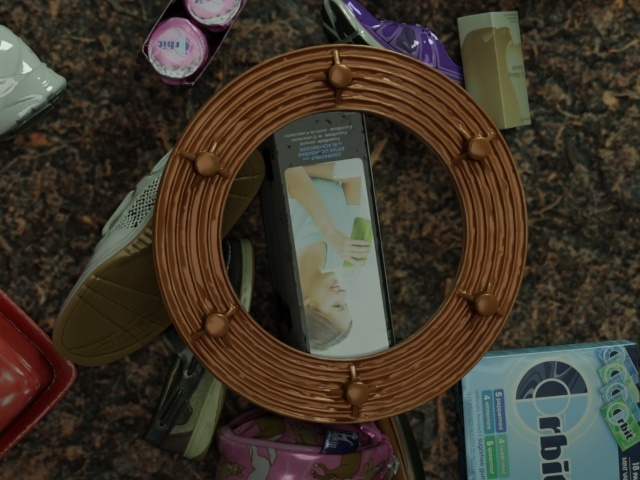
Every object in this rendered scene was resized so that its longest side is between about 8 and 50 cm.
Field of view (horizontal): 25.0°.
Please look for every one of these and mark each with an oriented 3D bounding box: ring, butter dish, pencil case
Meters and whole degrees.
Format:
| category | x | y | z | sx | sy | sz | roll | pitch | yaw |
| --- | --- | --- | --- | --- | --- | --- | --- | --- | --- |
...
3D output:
| category | x | y | z | sx | sy | sz | roll | pitch | yaw |
| --- | --- | --- | --- | --- | --- | --- | --- | --- | --- |
| ring | 0.022 | -0.004 | 1.261 | 0.337 | 0.032 | 0.336 | 0 | 92 | -10 |
| butter dish | -0.332 | 0.132 | 1.345 | 0.160 | 0.118 | 0.160 | -45 | 99 | -3 |
| pencil case | -0.018 | 0.354 | 1.381 | 0.167 | 0.160 | 0.386 | 6 | 96 | 36 |

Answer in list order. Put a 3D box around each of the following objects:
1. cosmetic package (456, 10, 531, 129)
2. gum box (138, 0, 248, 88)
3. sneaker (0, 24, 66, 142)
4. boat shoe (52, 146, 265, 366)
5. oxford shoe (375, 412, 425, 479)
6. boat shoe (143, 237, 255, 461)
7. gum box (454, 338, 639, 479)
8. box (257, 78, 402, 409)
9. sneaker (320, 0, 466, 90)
| category | x | y | z | sx | sy | sz | roll | pitch | yaw |
| --- | --- | --- | --- | --- | --- | --- | --- | --- | --- |
| cosmetic package | 0.171 | -0.165 | 1.417 | 0.041 | 0.060 | 0.115 | -5 | 97 | 35 |
| gum box | -0.102 | -0.230 | 1.357 | 0.062 | 0.107 | 0.188 | 32 | 89 | -8 |
| sneaker | -0.358 | -0.113 | 1.351 | 0.232 | 0.090 | 0.115 | -39 | 91 | -13 |
| boat shoe | -0.158 | -0.001 | 1.377 | 0.098 | 0.096 | 0.277 | 34 | 103 | -32 |
| oxford shoe | 0.072 | 0.263 | 1.433 | 0.076 | 0.076 | 0.212 | -8 | 93 | 10 |
| boat shoe | -0.118 | 0.102 | 1.391 | 0.073 | 0.080 | 0.223 | 13 | 96 | -13 |
| gum box | 0.231 | 0.186 | 1.462 | 0.184 | 0.041 | 0.157 | -5 | 94 | -6 |
| box | 0.000 | 0.000 | 1.358 | 0.087 | 0.169 | 0.290 | -8 | 93 | -9 |
| sneaker | 0.074 | -0.191 | 1.415 | 0.170 | 0.068 | 0.071 | 35 | 73 | -17 |
